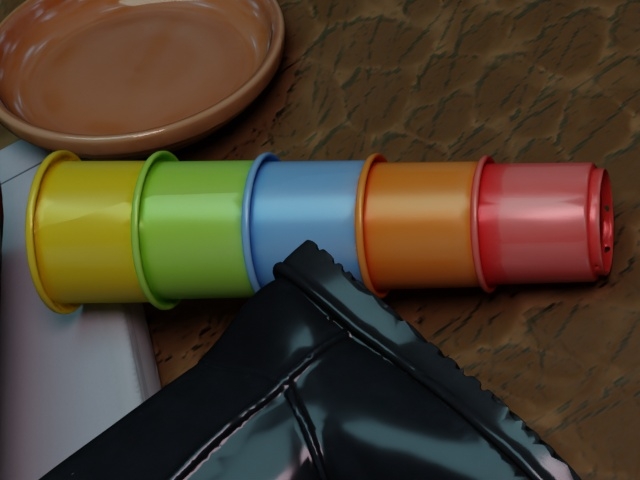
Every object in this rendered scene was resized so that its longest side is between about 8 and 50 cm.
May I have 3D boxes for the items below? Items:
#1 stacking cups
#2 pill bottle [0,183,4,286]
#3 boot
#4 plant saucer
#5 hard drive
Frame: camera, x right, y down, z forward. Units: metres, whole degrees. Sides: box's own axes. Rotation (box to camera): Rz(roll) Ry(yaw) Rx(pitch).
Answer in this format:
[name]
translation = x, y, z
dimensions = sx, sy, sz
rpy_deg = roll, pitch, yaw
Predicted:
[stacking cups]
translation = 0.000, 0.000, 1.069
dimensions = 0.316, 0.096, 0.096
rpy_deg = 2, 55, 17
[pill bottle]
translation = -0.275, 0.096, 1.024
dimensions = 0.210, 0.210, 0.363
rpy_deg = -21, 46, 15
[boot]
translation = -0.002, 0.140, 0.948
dimensions = 0.207, 0.094, 0.246
rpy_deg = -45, 61, -9
[plant saucer]
translation = -0.119, -0.114, 1.256
dimensions = 0.200, 0.037, 0.200
rpy_deg = -6, 40, 5
[hard drive]
translation = -0.210, 0.098, 1.166
dimensions = 0.233, 0.047, 0.353
rpy_deg = -27, 46, 9
